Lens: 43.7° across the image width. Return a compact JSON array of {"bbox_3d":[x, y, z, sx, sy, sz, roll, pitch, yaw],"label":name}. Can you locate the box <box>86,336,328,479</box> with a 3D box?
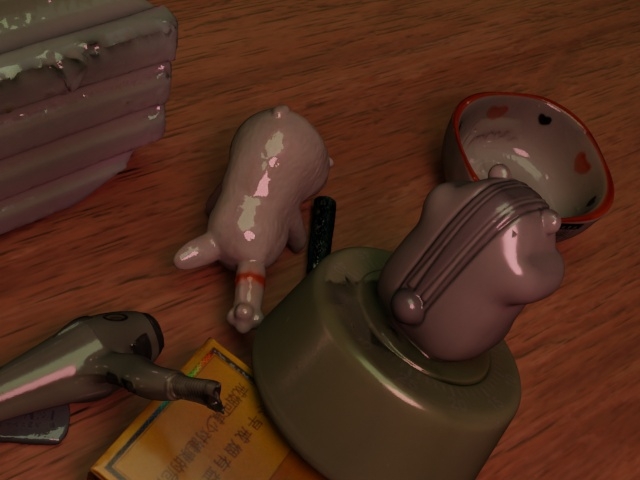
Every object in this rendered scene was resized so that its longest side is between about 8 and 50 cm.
[{"bbox_3d":[-0.061,0.267,0.818,0.301,0.084,0.193,36,53,7],"label":"box"}]

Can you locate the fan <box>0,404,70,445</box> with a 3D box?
[{"bbox_3d":[-0.398,0.180,0.801,0.281,0.023,0.057,4,57,-19],"label":"fan"}]

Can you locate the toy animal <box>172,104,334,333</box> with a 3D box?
[{"bbox_3d":[-0.085,-0.025,0.994,0.140,0.138,0.283,18,76,3],"label":"toy animal"}]

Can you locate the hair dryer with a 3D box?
[{"bbox_3d":[-0.237,0.143,0.759,0.229,0.267,0.092,-16,103,-23],"label":"hair dryer"}]

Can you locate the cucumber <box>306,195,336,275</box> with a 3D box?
[{"bbox_3d":[0.000,0.000,1.055,0.032,0.032,0.133,15,52,-9],"label":"cucumber"}]

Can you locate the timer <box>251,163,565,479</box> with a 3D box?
[{"bbox_3d":[0.123,0.068,0.826,0.290,0.315,0.291,25,29,-15],"label":"timer"}]

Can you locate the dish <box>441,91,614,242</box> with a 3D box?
[{"bbox_3d":[0.285,-0.092,1.164,0.256,0.117,0.256,9,55,-13],"label":"dish"}]

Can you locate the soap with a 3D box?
[{"bbox_3d":[-0.383,-0.122,0.860,0.446,0.261,0.156,-30,71,-32],"label":"soap"}]
